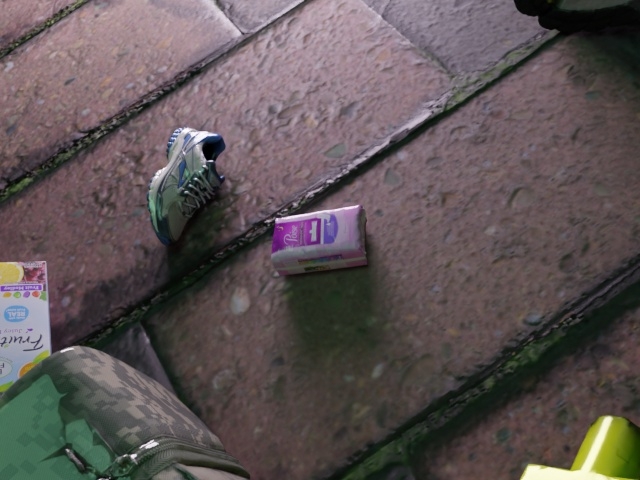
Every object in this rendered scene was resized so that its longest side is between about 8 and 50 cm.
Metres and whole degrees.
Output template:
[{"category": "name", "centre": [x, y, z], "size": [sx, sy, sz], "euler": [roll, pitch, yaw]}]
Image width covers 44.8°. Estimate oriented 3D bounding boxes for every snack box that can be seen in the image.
[{"category": "snack box", "centre": [-0.296, 0.084, 0.698], "size": [0.100, 0.037, 0.141], "euler": [-2, 50, -19]}]

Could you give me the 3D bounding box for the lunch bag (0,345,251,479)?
[{"category": "lunch bag", "centre": [-0.137, 0.251, 0.460], "size": [0.256, 0.212, 0.305], "euler": [42, 78, 19]}]

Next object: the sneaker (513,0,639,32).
[{"category": "sneaker", "centre": [0.329, -0.258, 0.684], "size": [0.300, 0.111, 0.121], "euler": [11, 58, 24]}]

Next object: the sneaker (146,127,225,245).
[{"category": "sneaker", "centre": [-0.126, -0.056, 0.750], "size": [0.058, 0.052, 0.135], "euler": [0, 58, 16]}]

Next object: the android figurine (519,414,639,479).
[{"category": "android figurine", "centre": [0.158, 0.206, 0.400], "size": [0.248, 0.056, 0.273], "euler": [-6, 32, 41]}]

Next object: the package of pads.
[{"category": "package of pads", "centre": [0.000, 0.000, 0.676], "size": [0.083, 0.032, 0.050], "euler": [-8, 53, 15]}]
